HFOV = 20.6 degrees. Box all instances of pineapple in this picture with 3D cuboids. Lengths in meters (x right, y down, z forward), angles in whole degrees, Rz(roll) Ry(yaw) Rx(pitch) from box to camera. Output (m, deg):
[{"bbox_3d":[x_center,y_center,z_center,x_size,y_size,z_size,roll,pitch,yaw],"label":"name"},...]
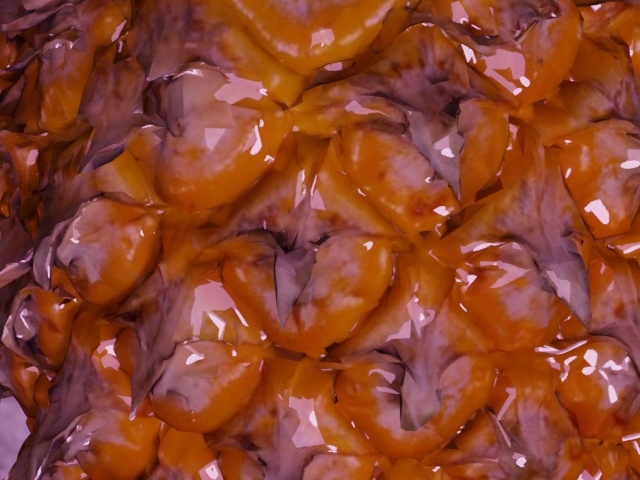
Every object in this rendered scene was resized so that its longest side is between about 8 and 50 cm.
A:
[{"bbox_3d":[0.000,-0.002,0.707,0.352,0.352,0.300,-15,107,2],"label":"pineapple"}]
